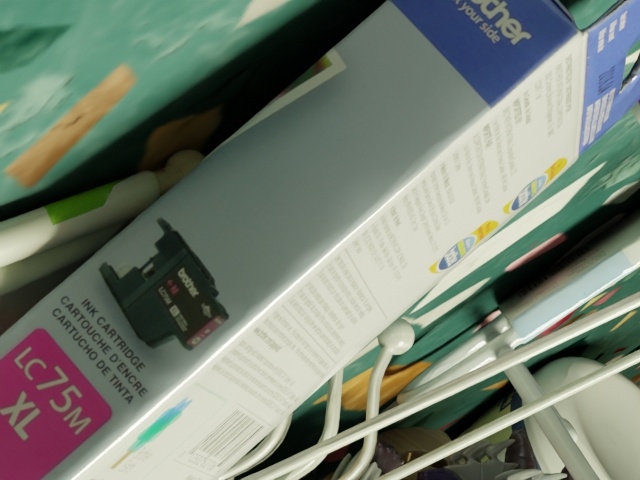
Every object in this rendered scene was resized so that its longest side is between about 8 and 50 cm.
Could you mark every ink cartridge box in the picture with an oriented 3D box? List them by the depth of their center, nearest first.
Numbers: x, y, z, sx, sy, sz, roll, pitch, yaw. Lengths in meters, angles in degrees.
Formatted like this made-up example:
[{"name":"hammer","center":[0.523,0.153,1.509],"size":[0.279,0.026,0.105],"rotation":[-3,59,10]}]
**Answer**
[{"name":"ink cartridge box","center":[0.000,0.000,0.678],"size":[0.311,0.065,0.186],"rotation":[-39,167,-1]}]

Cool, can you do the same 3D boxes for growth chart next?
[{"name":"growth chart","center":[-0.152,0.058,0.659],"size":[0.172,0.021,0.237],"rotation":[-20,160,-43]}]

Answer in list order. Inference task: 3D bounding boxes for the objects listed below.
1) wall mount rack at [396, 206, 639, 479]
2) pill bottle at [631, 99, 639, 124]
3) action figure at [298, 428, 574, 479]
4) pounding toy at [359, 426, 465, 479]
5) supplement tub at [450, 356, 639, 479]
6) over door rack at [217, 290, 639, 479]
[{"name":"wall mount rack","center":[0.222,0.053,1.154],"size":[0.350,0.130,0.304],"rotation":[-35,-178,3]},{"name":"pill bottle","center":[0.197,-0.083,0.926],"size":[0.083,0.043,0.043],"rotation":[-41,164,26]},{"name":"action figure","center":[0.031,0.179,1.238],"size":[0.285,0.099,0.185],"rotation":[0,176,-24]},{"name":"pounding toy","center":[0.079,0.250,1.400],"size":[0.154,0.269,0.155],"rotation":[-43,150,-56]},{"name":"supplement tub","center":[0.172,0.281,1.659],"size":[0.325,0.235,0.235],"rotation":[-42,164,26]},{"name":"over door rack","center":[0.072,0.063,0.939],"size":[0.324,0.108,0.239],"rotation":[-15,168,9]}]
